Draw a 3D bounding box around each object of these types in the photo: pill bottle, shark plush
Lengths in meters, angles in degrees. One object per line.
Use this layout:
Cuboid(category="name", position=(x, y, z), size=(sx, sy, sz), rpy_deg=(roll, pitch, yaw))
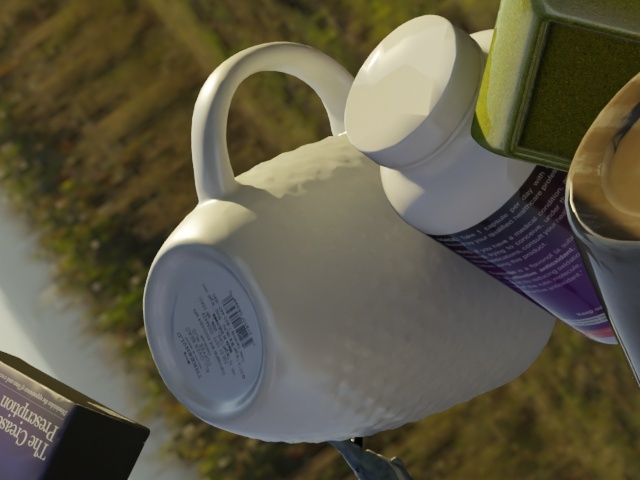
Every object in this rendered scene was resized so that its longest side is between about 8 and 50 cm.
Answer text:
Cuboid(category="pill bottle", position=(0.177, -0.053, 1.564), size=(0.323, 0.181, 0.181), rpy_deg=(32, -172, -34))
Cuboid(category="shark plush", position=(0.066, 0.240, 1.856), size=(0.161, 0.073, 0.067), rpy_deg=(59, -155, -13))

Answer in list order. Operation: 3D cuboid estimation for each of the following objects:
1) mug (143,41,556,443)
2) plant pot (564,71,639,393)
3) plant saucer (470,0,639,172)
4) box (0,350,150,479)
Cuboid(category="mug", position=(0.000, 0.000, 1.735), size=(0.276, 0.328, 0.374), rpy_deg=(-17, 89, 47))
Cuboid(category="plant pot", position=(0.296, 0.023, 1.106), size=(0.280, 0.323, 0.323), rpy_deg=(47, 178, -26))
Cuboid(category="plant saucer", position=(0.208, -0.106, 1.339), size=(0.188, 0.045, 0.188), rpy_deg=(14, 135, 5))
Cuboid(category="box", position=(-0.309, 0.219, 1.867), size=(0.103, 0.184, 0.261), rpy_deg=(25, 176, -41))
